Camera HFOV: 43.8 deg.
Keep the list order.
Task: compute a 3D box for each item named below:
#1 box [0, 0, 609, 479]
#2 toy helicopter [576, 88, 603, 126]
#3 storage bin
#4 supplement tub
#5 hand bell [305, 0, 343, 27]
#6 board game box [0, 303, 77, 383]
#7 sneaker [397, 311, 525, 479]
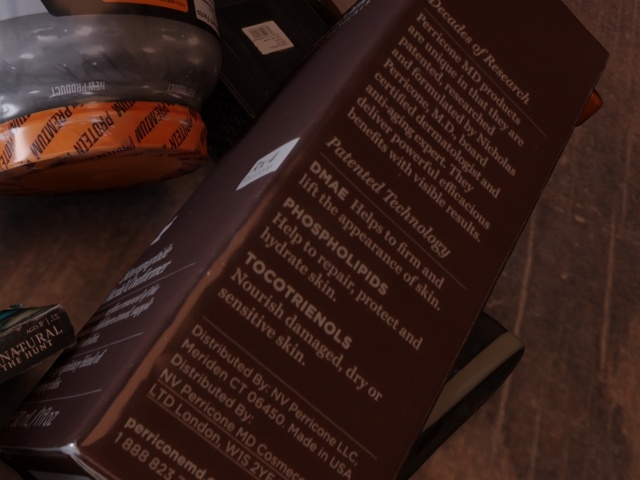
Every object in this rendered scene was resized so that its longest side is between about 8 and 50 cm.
[{"bbox_3d":[0.000,0.000,0.465,0.143,0.191,0.381,44,59,-15],"label":"box"},{"bbox_3d":[0.087,-0.208,0.723,0.355,0.140,0.235,44,25,-7],"label":"toy helicopter"},{"bbox_3d":[-0.052,-0.139,0.673,0.122,0.084,0.180,-24,67,-32],"label":"storage bin"},{"bbox_3d":[-0.176,-0.198,0.549,0.193,0.193,0.316,-7,85,-24],"label":"supplement tub"},{"bbox_3d":[-0.069,-0.269,0.766,0.242,0.126,0.126,37,51,-7],"label":"hand bell"},{"bbox_3d":[-0.234,0.087,0.423,0.186,0.126,0.026,-31,102,-34],"label":"board game box"},{"bbox_3d":[0.026,0.102,0.542,0.222,0.083,0.118,-30,57,-34],"label":"sneaker"}]
